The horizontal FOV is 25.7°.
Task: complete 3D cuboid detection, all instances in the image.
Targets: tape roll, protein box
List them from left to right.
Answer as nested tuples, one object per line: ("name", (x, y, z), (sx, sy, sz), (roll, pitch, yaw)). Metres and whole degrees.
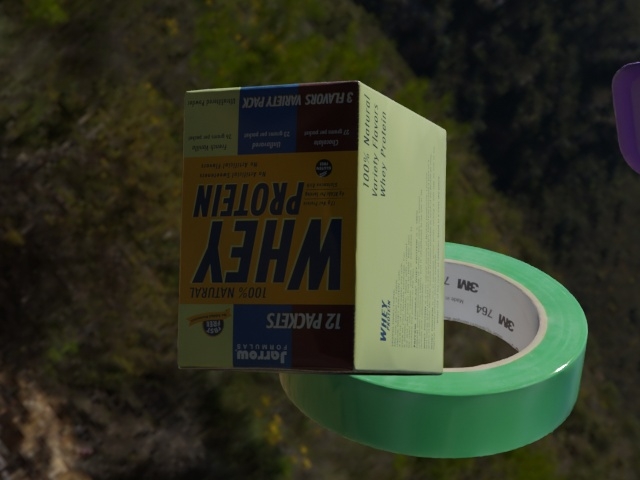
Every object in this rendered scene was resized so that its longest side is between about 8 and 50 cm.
("protein box", (0.000, 0.000, 1.045), (0.201, 0.136, 0.200), (14, 76, -67))
("tape roll", (0.115, 0.104, 1.468), (0.321, 0.321, 0.077), (-79, 172, -63))

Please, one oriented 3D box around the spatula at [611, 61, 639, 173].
("spatula", (0.328, -0.078, 0.841), (0.030, 0.296, 0.084), (-55, 139, -54))
